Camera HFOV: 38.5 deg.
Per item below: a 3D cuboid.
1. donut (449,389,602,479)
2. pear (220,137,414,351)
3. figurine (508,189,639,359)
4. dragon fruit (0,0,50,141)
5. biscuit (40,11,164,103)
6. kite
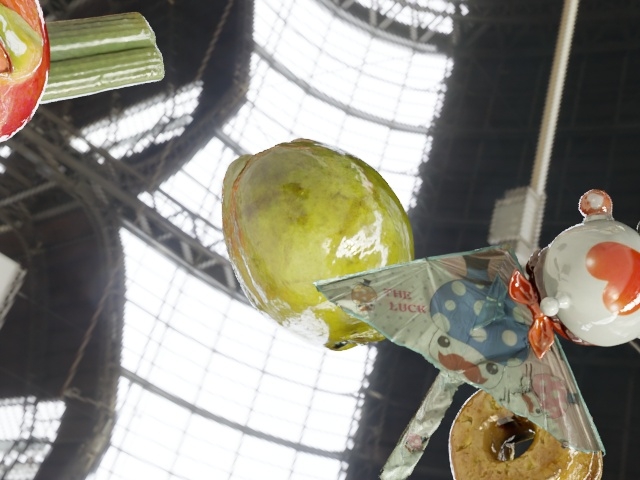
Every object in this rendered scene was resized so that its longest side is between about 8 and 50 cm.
[{"bbox_3d":[0.297,0.309,1.354,0.226,0.114,0.226,-24,-137,25],"label":"donut"},{"bbox_3d":[0.000,0.000,1.657,0.352,0.413,0.352,-32,179,0],"label":"pear"},{"bbox_3d":[0.302,0.038,0.915,0.226,0.183,0.160,-26,-168,1],"label":"figurine"},{"bbox_3d":[-0.339,-0.178,0.767,0.224,0.227,0.224,-11,-152,6],"label":"dragon fruit"},{"bbox_3d":[-0.336,-0.198,1.024,0.038,0.322,0.099,-44,-116,61],"label":"biscuit"},{"bbox_3d":[0.143,0.116,0.911,0.314,0.335,0.011,-58,178,-34],"label":"kite"}]
